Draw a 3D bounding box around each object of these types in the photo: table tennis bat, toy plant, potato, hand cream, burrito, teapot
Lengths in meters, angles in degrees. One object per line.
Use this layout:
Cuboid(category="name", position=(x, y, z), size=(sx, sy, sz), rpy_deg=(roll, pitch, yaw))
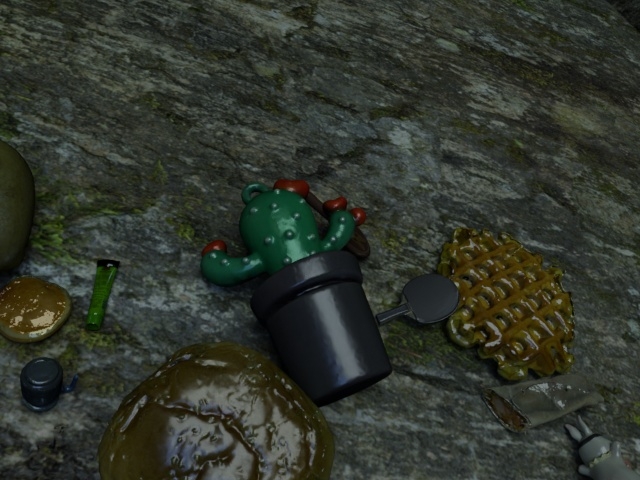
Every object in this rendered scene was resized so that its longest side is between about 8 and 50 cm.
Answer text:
Cuboid(category="table tennis bat", position=(0.176, 0.114, 0.935), size=(0.158, 0.014, 0.095), rpy_deg=(-22, 60, -5))
Cuboid(category="toy plant", position=(-0.042, 0.060, 0.836), size=(0.280, 0.185, 0.400), rpy_deg=(-29, 66, 12))
Cuboid(category="potato", position=(-0.516, -0.048, 0.762), size=(0.174, 0.159, 0.251), rpy_deg=(-24, 73, -5))
Cuboid(category="hand cream", position=(-0.344, 0.081, 0.810), size=(0.036, 0.023, 0.121), rpy_deg=(1, 54, -5))
Cuboid(category="burrito", position=(0.399, 0.278, 0.904), size=(0.226, 0.060, 0.087), rpy_deg=(-5, 50, -20))
Cuboid(category="teapot", position=(-0.366, 0.187, 0.691), size=(0.049, 0.083, 0.063), rpy_deg=(38, 45, 7))
Cuboid(category="table tennis bat", position=(0.000, 0.000, 0.999), size=(0.170, 0.119, 0.107), rpy_deg=(42, 23, -16))

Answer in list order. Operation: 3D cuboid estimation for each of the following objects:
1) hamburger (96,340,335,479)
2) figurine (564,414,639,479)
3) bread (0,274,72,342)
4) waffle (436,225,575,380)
Cuboid(category="hamburger", position=(-0.126, 0.277, 0.658), size=(0.285, 0.134, 0.265), rpy_deg=(38, 61, 10))
Cuboid(category="figurine", position=(0.474, 0.378, 0.865), size=(0.098, 0.081, 0.146), rpy_deg=(54, 13, -24))
Cuboid(category="bread", position=(-0.429, 0.100, 0.767), size=(0.110, 0.024, 0.110), rpy_deg=(9, 54, -12))
Cuboid(category="waffle", position=(0.358, 0.112, 1.004), size=(0.302, 0.068, 0.324), rpy_deg=(20, 51, -5))
